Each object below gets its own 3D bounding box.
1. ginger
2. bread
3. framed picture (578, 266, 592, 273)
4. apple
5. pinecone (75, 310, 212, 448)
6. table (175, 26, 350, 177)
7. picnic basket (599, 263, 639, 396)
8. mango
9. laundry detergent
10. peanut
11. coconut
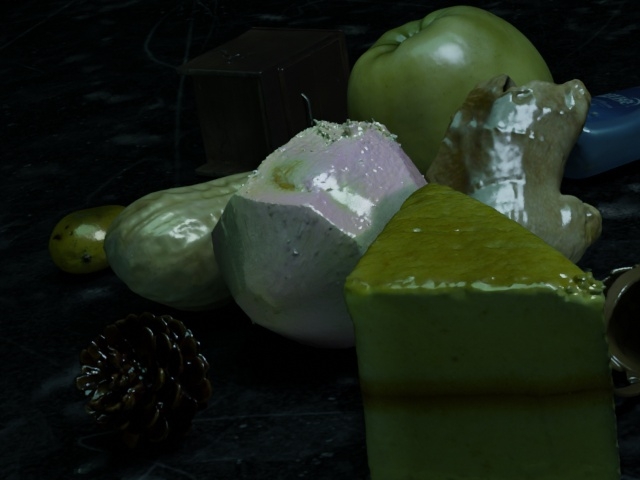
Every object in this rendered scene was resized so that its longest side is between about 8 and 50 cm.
[{"bbox_3d":[0.228,-0.068,1.966,0.221,0.130,0.275,27,77,28],"label":"ginger"},{"bbox_3d":[0.169,0.073,1.618,0.245,0.233,0.361,-2,22,16],"label":"bread"},{"bbox_3d":[0.152,0.056,1.957,0.252,0.014,0.197,10,28,39],"label":"framed picture"},{"bbox_3d":[0.165,-0.169,2.183,0.262,0.262,0.262,-8,22,3],"label":"apple"},{"bbox_3d":[-0.181,0.141,1.716,0.140,0.140,0.121,13,3,44],"label":"pinecone"},{"bbox_3d":[-0.071,-0.196,2.459,0.172,0.169,0.193,7,26,35],"label":"table"},{"bbox_3d":[0.317,0.084,1.665,0.178,0.128,0.138,-15,19,-41],"label":"picnic basket"},{"bbox_3d":[-0.284,-0.006,2.208,0.103,0.076,0.161,-6,13,24],"label":"mango"},{"bbox_3d":[0.432,-0.164,2.282,0.290,0.094,0.143,-18,18,-22],"label":"laundry detergent"},{"bbox_3d":[-0.105,-0.001,2.025,0.313,0.152,0.152,-18,23,-32],"label":"peanut"},{"bbox_3d":[0.000,0.000,1.855,0.233,0.233,0.245,8,36,37],"label":"coconut"}]
